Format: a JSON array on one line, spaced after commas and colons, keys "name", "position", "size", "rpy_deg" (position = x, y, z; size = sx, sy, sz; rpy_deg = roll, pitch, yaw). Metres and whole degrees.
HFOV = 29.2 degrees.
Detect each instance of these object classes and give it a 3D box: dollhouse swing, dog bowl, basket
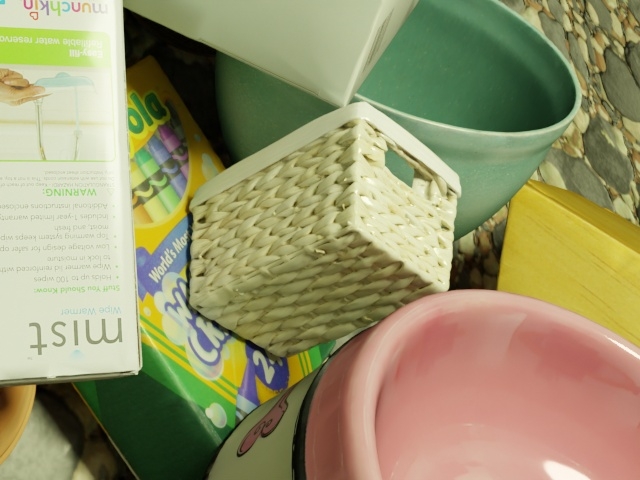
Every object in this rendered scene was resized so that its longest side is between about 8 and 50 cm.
[{"name": "dollhouse swing", "position": [0.269, 0.154, 1.154], "size": [0.315, 0.305, 0.347], "rpy_deg": [34, 13, 22]}, {"name": "dog bowl", "position": [0.134, 0.201, 0.745], "size": [0.408, 0.150, 0.408], "rpy_deg": [22, 37, -17]}, {"name": "basket", "position": [0.000, 0.000, 0.840], "size": [0.113, 0.167, 0.103], "rpy_deg": [33, 46, -37]}]

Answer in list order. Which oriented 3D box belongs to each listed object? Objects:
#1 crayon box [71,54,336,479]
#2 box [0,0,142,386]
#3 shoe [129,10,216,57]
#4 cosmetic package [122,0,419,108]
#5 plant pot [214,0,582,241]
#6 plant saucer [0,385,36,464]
[{"name": "crayon box", "position": [-0.132, 0.002, 0.880], "size": [0.323, 0.083, 0.203], "rpy_deg": [57, 29, -10]}, {"name": "box", "position": [-0.241, -0.030, 0.663], "size": [0.262, 0.127, 0.231], "rpy_deg": [-3, 86, -24]}, {"name": "shoe", "position": [-0.147, -0.232, 1.013], "size": [0.219, 0.076, 0.058], "rpy_deg": [35, 53, -29]}, {"name": "cosmetic package", "position": [-0.046, -0.266, 0.944], "size": [0.284, 0.097, 0.377], "rpy_deg": [23, 33, 4]}, {"name": "plant pot", "position": [0.039, -0.092, 1.011], "size": [0.293, 0.196, 0.293], "rpy_deg": [15, 33, -10]}, {"name": "plant saucer", "position": [-0.260, 0.067, 0.768], "size": [0.200, 0.037, 0.200], "rpy_deg": [23, 55, -38]}]
